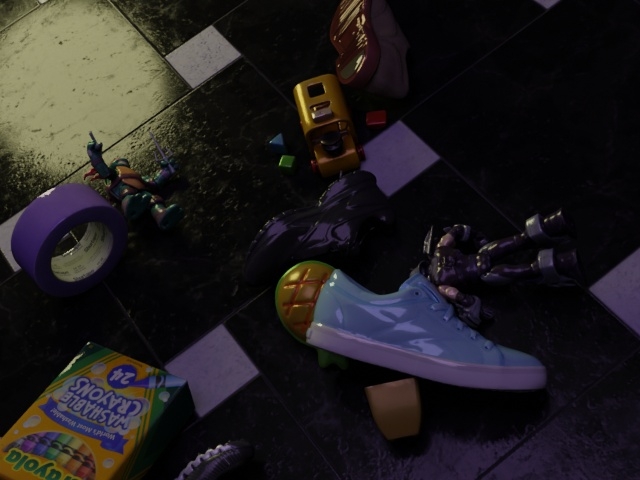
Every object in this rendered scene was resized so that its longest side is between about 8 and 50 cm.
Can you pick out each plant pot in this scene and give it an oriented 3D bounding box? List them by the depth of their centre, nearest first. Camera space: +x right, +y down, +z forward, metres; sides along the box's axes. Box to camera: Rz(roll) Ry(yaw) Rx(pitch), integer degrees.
[{"bbox_3d":[0.118,0.257,1.491,0.081,0.081,0.083,-14,74,7],"label":"plant pot"}]

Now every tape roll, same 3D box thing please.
[{"bbox_3d":[-0.436,0.000,1.732,0.189,0.189,0.080,-43,57,-13],"label":"tape roll"}]

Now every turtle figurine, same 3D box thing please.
[{"bbox_3d":[-0.345,-0.114,1.828,0.175,0.118,0.234,-1,37,-34],"label":"turtle figurine"}]

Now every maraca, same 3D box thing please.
[{"bbox_3d":[0.005,0.119,1.598,0.127,0.099,0.186,-37,81,4],"label":"maraca"}]

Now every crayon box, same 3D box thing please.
[{"bbox_3d":[-0.368,0.320,1.527,0.203,0.083,0.323,17,49,24],"label":"crayon box"}]

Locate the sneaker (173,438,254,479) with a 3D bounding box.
[{"bbox_3d":[-0.187,0.395,1.490,0.234,0.078,0.106,-34,59,-2],"label":"sneaker"}]

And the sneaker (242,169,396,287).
[{"bbox_3d":[0.000,0.000,1.670,0.286,0.109,0.130,-35,64,-4],"label":"sneaker"}]

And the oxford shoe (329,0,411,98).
[{"bbox_3d":[0.101,-0.386,1.894,0.123,0.130,0.348,-45,31,38],"label":"oxford shoe"}]

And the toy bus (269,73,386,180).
[{"bbox_3d":[0.013,-0.203,1.787,0.202,0.104,0.191,23,67,26],"label":"toy bus"}]

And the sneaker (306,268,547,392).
[{"bbox_3d":[0.165,0.128,1.476,0.365,0.135,0.150,13,90,8],"label":"sneaker"}]

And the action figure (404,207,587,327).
[{"bbox_3d":[0.267,0.042,1.574,0.285,0.099,0.185,-13,62,22],"label":"action figure"}]

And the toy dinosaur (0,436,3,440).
[{"bbox_3d":[-0.532,0.368,1.623,0.183,0.053,0.093,5,76,26],"label":"toy dinosaur"}]
